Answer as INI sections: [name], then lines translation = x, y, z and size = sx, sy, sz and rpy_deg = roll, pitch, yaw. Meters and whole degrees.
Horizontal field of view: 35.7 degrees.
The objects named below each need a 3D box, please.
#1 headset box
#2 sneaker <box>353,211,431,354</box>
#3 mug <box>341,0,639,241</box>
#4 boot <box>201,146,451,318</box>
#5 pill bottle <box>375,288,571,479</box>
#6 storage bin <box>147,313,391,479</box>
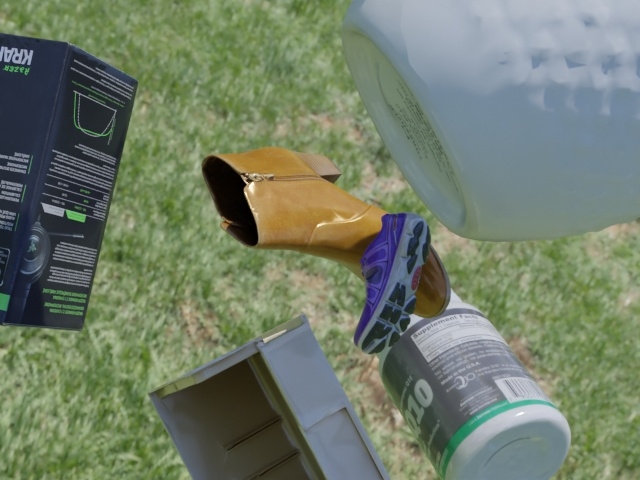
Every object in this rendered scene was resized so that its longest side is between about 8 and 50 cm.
[headset box]
translation = -0.342, -0.054, 0.978
size = 0.246, 0.283, 0.131
rpy_deg = 12, -3, 21
[sneaker]
translation = 0.073, 0.048, 1.140
size = 0.071, 0.170, 0.068
rpy_deg = 11, -14, 37
[mug]
translation = 0.172, -0.192, 0.647
size = 0.374, 0.328, 0.276
rpy_deg = 61, -5, -22
[boot]
translation = 0.000, -0.001, 1.177
size = 0.295, 0.104, 0.211
rpy_deg = 47, 33, 23
[pill bottle]
translation = 0.216, 0.227, 1.570
size = 0.204, 0.204, 0.361
rpy_deg = 8, 30, -29
[storage bin]
translation = -0.031, 0.221, 0.919
size = 0.123, 0.260, 0.262
rpy_deg = -27, 87, -20
